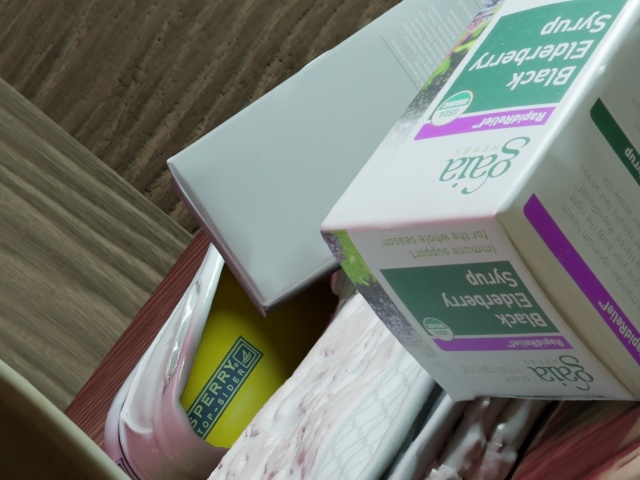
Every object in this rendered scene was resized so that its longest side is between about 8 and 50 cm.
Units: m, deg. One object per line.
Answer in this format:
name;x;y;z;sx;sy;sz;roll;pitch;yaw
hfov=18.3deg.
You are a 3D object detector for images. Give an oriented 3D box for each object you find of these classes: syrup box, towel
syrup box;0.113;-0.055;0.733;0.093;0.096;0.237;-6;40;51
towel;0.025;0.078;0.895;0.332;0.053;0.317;-53;6;-29

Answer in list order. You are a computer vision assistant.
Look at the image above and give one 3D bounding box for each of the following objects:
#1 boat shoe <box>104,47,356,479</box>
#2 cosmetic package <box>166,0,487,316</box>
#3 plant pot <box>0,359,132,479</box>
boat shoe;-0.008;-0.004;1.240;0.367;0.136;0.156;-57;9;-31
cosmetic package;0.037;-0.062;1.097;0.238;0.107;0.127;-32;-3;-6
plant pot;-0.132;0.163;0.393;0.229;0.263;0.263;-41;8;11
